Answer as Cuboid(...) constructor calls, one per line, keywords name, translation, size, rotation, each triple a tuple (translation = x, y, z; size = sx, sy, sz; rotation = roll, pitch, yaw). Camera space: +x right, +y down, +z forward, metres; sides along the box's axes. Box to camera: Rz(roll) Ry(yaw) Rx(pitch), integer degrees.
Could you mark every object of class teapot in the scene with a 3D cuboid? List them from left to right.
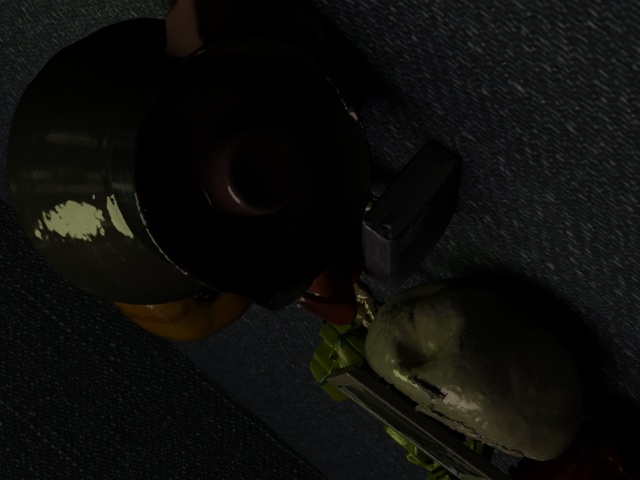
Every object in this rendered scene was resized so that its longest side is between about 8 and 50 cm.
Cuboid(name="teapot", translation=(-0.132, -0.111, 1.497), size=(0.361, 0.305, 0.376), rotation=(8, 108, 61))

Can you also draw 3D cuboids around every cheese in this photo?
Cuboid(name="cheese", translation=(-0.023, -0.201, 1.440), size=(0.047, 0.017, 0.111), rotation=(47, 164, -17))

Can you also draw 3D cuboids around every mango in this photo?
Cuboid(name="mango", translation=(-0.245, -0.018, 2.144), size=(0.378, 0.221, 0.264), rotation=(40, 171, 31))

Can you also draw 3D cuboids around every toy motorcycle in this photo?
Cuboid(name="toy motorcycle", translation=(0.129, 0.230, 2.126), size=(0.342, 0.142, 0.206), rotation=(45, 170, -21))

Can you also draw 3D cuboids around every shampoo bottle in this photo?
Cuboid(name="shampoo bottle", translation=(0.002, 0.000, 1.629), size=(0.085, 0.085, 0.244), rotation=(49, -162, -34))

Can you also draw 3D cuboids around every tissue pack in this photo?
Cuboid(name="tissue pack", translation=(0.089, -0.022, 1.519), size=(0.051, 0.112, 0.156), rotation=(36, 165, 14))

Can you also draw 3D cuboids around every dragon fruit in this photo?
Cuboid(name="dragon fruit", translation=(0.324, 0.333, 1.770), size=(0.244, 0.244, 0.299), rotation=(44, 148, -19))

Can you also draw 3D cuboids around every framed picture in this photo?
Cuboid(name="framed picture", translation=(0.116, 0.229, 1.841), size=(0.240, 0.020, 0.324), rotation=(37, 173, -1))

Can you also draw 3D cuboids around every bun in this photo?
Cuboid(name="bun", translation=(0.184, 0.138, 1.688), size=(0.273, 0.168, 0.273), rotation=(31, 176, 3))

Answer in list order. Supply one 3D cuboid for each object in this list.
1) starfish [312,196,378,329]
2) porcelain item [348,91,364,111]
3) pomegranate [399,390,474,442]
Cuboid(name="starfish", translation=(-0.001, -0.008, 1.837), size=(0.293, 0.084, 0.302), rotation=(31, 147, 51))
Cuboid(name="porcelain item", translation=(-0.001, -0.144, 1.553), size=(0.075, 0.021, 0.136), rotation=(44, 165, -2))
Cuboid(name="pomegranate", translation=(0.167, 0.191, 1.969), size=(0.138, 0.125, 0.163), rotation=(48, 166, 23))
